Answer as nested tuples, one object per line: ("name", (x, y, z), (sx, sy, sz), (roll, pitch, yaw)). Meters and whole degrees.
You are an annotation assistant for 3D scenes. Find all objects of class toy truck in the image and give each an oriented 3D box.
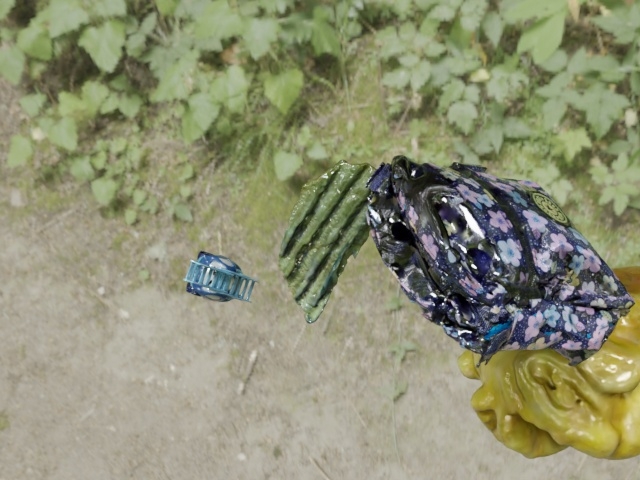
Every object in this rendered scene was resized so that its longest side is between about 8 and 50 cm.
("toy truck", (-0.144, 0.047, 1.157), (0.074, 0.136, 0.063), (16, 87, 38))

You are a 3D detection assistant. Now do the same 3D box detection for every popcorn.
("popcorn", (0.329, 0.135, 1.126), (0.315, 0.281, 0.297), (-25, 26, 3))

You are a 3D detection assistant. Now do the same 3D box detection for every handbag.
("handbag", (0.155, 0.009, 0.825), (0.207, 0.127, 0.229), (12, 36, -38))

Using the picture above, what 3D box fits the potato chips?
("potato chips", (0.000, 0.000, 0.965), (0.091, 0.208, 0.028), (21, 30, -13))
